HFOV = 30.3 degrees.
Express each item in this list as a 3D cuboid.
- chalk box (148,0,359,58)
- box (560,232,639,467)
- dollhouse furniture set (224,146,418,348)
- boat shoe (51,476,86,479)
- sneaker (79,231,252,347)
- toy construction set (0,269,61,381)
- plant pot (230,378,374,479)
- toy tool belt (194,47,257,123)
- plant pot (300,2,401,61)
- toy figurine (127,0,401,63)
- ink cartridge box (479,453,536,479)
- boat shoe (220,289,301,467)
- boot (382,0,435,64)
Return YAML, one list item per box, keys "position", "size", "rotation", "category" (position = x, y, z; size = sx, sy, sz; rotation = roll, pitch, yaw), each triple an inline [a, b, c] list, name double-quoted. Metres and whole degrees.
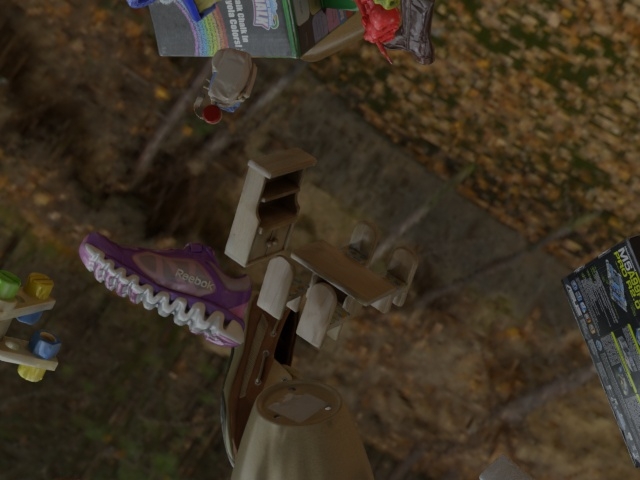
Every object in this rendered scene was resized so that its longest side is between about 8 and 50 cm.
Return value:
- position: [-0.071, -0.355, 1.581]
  size: [0.289, 0.179, 0.180]
  rotation: [6, 121, 27]
  category: "chalk box"
- position: [0.410, 0.139, 1.466]
  size: [0.216, 0.060, 0.270]
  rotation: [123, 128, -71]
  category: "box"
- position: [0.000, 0.000, 1.671]
  size: [0.242, 0.161, 0.212]
  rotation: [33, -149, 26]
  category: "dollhouse furniture set"
- position: [-0.245, 0.401, 1.602]
  size: [0.307, 0.110, 0.104]
  rotation: [33, -158, -13]
  category: "boat shoe"
- position: [-0.186, 0.042, 1.489]
  size: [0.236, 0.104, 0.095]
  rotation: [28, 165, -10]
  category: "sneaker"
- position: [-0.425, 0.050, 1.197]
  size: [0.215, 0.151, 0.328]
  rotation: [37, -176, 27]
  category: "toy construction set"
- position: [-0.026, 0.352, 1.725]
  size: [0.257, 0.256, 0.273]
  rotation: [21, 123, 38]
  category: "plant pot"
- position: [-0.096, -0.155, 1.219]
  size: [0.052, 0.083, 0.051]
  rotation: [21, 176, 4]
  category: "toy tool belt"
- position: [0.066, -0.412, 1.765]
  size: [0.254, 0.237, 0.237]
  rotation: [-10, 144, 32]
  category: "plant pot"
- position: [-0.064, -0.233, 1.010]
  size: [0.362, 0.217, 0.191]
  rotation: [53, -163, -87]
  category: "toy figurine"
- position: [0.412, 0.491, 1.803]
  size: [0.324, 0.071, 0.330]
  rotation: [46, 176, -9]
  category: "ink cartridge box"
- position: [-0.095, 0.240, 2.046]
  size: [0.120, 0.323, 0.122]
  rotation: [-2, 163, 19]
  category: "boat shoe"
- position: [0.104, -0.288, 1.499]
  size: [0.106, 0.037, 0.114]
  rotation: [30, 152, 27]
  category: "boot"
